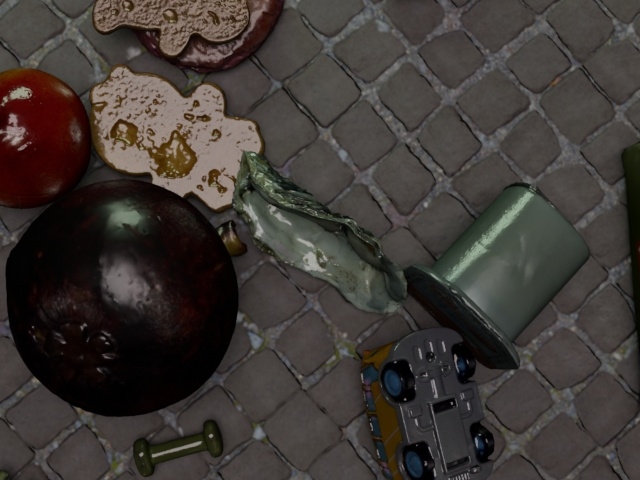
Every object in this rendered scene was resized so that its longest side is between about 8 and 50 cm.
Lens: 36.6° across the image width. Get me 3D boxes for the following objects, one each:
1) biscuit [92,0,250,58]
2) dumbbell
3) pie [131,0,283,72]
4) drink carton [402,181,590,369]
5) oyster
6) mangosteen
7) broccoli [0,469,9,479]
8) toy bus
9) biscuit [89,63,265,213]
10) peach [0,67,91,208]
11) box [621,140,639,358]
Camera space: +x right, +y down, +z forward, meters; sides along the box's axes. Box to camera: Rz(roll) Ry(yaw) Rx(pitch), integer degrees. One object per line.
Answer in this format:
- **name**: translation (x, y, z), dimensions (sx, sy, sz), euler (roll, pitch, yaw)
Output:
- **biscuit**: translation (-0.193, -0.308, 1.276), dimensions (0.205, 0.031, 0.138), euler (11, 89, 1)
- **dumbbell**: translation (-0.189, 0.277, 1.290), dimensions (0.118, 0.046, 0.052), euler (-16, 93, -2)
- **pie**: translation (-0.157, -0.334, 1.318), dimensions (0.219, 0.054, 0.204), euler (-43, 89, -3)
- **drink carton**: translation (0.237, 0.045, 1.253), dimensions (0.190, 0.191, 0.185), euler (-41, 87, -10)
- **oyster**: translation (-0.002, 0.002, 1.280), dimensions (0.252, 0.199, 0.087), euler (19, 54, 28)
- **mangosteen**: translation (-0.238, 0.060, 1.195), dimensions (0.297, 0.297, 0.293), euler (4, 45, -2)
- **broccoli**: translation (-0.415, 0.361, 1.208), dimensions (0.118, 0.204, 0.122), euler (9, 87, 30)
- **toy bus**: translation (0.127, 0.221, 1.256), dimensions (0.126, 0.136, 0.209), euler (-11, 87, -32)
- **biscuit**: translation (-0.203, -0.139, 1.315), dimensions (0.249, 0.035, 0.184), euler (22, 86, -2)
- **peach**: translation (-0.381, -0.129, 1.231), dimensions (0.198, 0.197, 0.197), euler (0, 87, -2)
- **box**: translation (0.634, 0.036, 1.284), dimensions (0.421, 0.138, 0.372), euler (-3, 87, -3)
